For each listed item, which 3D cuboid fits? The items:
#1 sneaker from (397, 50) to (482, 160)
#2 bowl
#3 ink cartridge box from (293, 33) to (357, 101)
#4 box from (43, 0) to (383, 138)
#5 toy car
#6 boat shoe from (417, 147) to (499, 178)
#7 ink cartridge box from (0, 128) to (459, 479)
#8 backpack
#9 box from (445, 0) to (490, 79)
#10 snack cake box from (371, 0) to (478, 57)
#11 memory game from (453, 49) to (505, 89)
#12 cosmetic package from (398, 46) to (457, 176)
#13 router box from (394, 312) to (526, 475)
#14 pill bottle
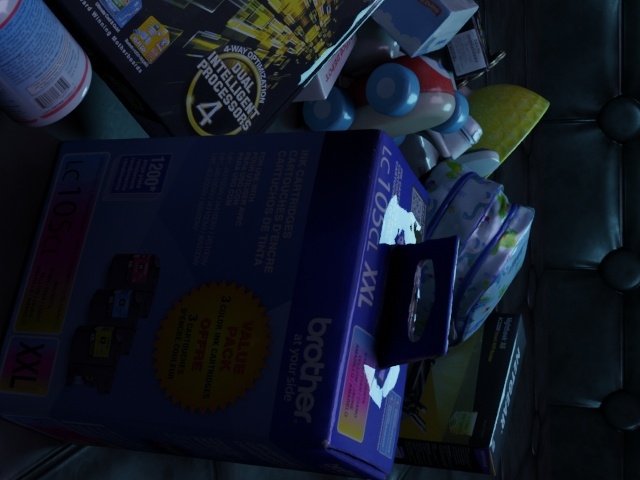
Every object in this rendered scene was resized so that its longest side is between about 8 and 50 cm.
[{"bbox_3d":[0.147,-0.231,1.581,0.091,0.258,0.094,-44,160,-1],"label":"sneaker"},{"bbox_3d":[0.307,-0.223,1.944,0.156,0.289,0.289,43,33,0],"label":"bowl"},{"bbox_3d":[-0.035,-0.315,1.268,0.160,0.092,0.219,-65,147,-41],"label":"ink cartridge box"},{"bbox_3d":[-0.114,-0.291,0.878,0.318,0.097,0.395,-50,137,-13],"label":"box"},{"bbox_3d":[0.089,-0.277,1.452,0.219,0.210,0.238,4,75,-59],"label":"toy car"},{"bbox_3d":[0.233,-0.146,1.765,0.077,0.219,0.070,19,68,-41],"label":"boat shoe"},{"bbox_3d":[-0.064,0.052,0.840,0.151,0.395,0.270,45,50,-59],"label":"ink cartridge box"},{"bbox_3d":[0.216,0.022,1.578,0.290,0.273,0.356,-47,145,-21],"label":"backpack"},{"bbox_3d":[0.255,-0.473,1.828,0.295,0.073,0.294,-57,131,-70],"label":"box"},{"bbox_3d":[0.091,-0.392,1.375,0.264,0.089,0.152,47,29,5],"label":"snack cake box"},{"bbox_3d":[0.293,-0.329,1.933,0.012,0.186,0.186,56,32,-9],"label":"memory game"},{"bbox_3d":[0.173,-0.236,1.747,0.238,0.107,0.127,-64,145,-39],"label":"cosmetic package"},{"bbox_3d":[0.215,0.256,1.691,0.309,0.242,0.081,-65,147,-44],"label":"router box"},{"bbox_3d":[-0.259,-0.169,0.767,0.160,0.087,0.087,57,41,-53],"label":"pill bottle"}]
